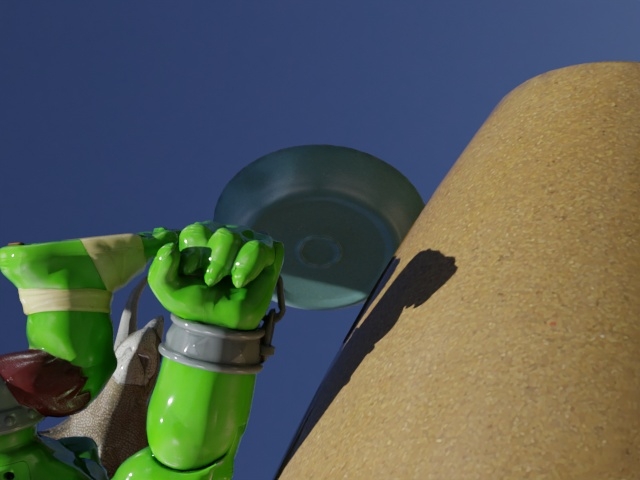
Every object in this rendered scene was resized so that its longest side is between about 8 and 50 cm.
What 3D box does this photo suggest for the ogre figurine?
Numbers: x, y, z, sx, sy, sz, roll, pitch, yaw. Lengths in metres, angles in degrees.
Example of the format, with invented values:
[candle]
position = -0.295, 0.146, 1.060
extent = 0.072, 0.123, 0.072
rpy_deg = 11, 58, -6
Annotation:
[ogre figurine]
position = -0.104, 0.060, 0.632
extent = 0.097, 0.197, 0.118
rpy_deg = -69, -26, -90

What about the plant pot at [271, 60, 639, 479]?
[plant pot]
position = 0.093, 0.076, 0.645
extent = 0.237, 0.237, 0.254
rpy_deg = 60, -141, -54

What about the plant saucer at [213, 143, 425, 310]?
[plant saucer]
position = 0.000, 0.000, 1.065
extent = 0.021, 0.119, 0.119
rpy_deg = -89, -11, -48

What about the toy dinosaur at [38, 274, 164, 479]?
[toy dinosaur]
position = -0.168, 0.156, 0.891
extent = 0.121, 0.313, 0.160
rpy_deg = 53, -150, -13
